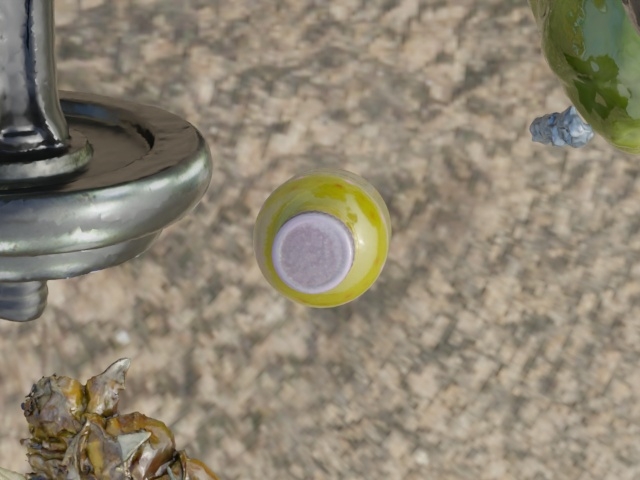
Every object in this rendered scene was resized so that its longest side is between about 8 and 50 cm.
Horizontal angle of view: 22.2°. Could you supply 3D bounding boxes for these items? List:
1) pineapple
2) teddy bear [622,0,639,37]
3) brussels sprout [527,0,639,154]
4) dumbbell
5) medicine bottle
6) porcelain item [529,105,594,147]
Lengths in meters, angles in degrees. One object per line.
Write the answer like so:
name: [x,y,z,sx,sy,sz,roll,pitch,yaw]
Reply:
pineapple: [-0.149,0.250,1.303,0.158,0.161,0.334,-40,123,-38]
teddy bear: [0.245,-0.143,0.926,0.171,0.144,0.251,-37,135,-3]
brussels sprout: [0.314,-0.198,1.503,0.243,0.274,0.316,-31,108,-9]
dumbbell: [-0.143,-0.099,0.733,0.192,0.192,0.290,-3,111,-15]
medicine bottle: [0.000,0.000,1.434,0.122,0.212,0.122,0,96,4]
porcelain item: [0.213,-0.097,1.434,0.028,0.083,0.036,-34,100,-14]
